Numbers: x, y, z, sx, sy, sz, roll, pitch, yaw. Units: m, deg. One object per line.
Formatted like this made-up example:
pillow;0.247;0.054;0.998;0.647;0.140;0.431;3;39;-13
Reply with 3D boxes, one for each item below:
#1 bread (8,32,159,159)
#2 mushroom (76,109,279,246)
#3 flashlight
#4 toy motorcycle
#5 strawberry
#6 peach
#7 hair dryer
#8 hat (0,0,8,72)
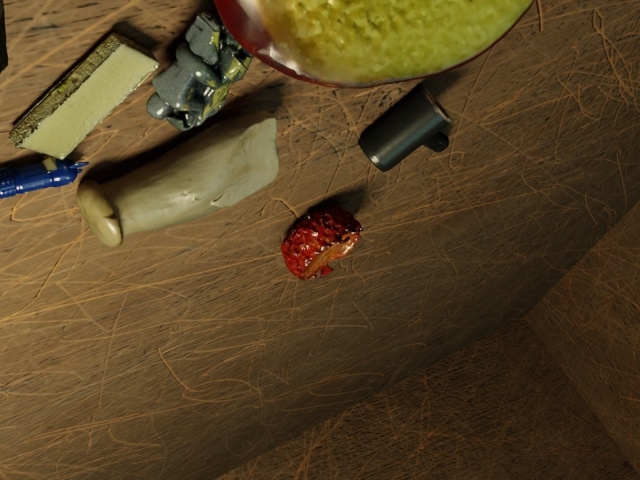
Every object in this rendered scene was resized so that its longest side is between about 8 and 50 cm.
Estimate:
bread;-0.228;-0.139;0.842;0.153;0.028;0.068;-40;159;15
mushroom;-0.158;-0.069;1.018;0.247;0.096;0.108;-25;-176;-13
flashlight;-0.302;-0.066;0.893;0.121;0.035;0.057;-17;180;-28
toy motorcycle;-0.122;-0.167;0.876;0.124;0.061;0.193;-39;173;-32
strawberry;0.000;0.000;1.421;0.145;0.086;0.145;-28;161;-11
peach;0.034;-0.240;0.697;0.274;0.249;0.245;-28;-174;-14
hair dryer;0.151;-0.153;1.344;0.128;0.070;0.255;-38;164;14
hat;-0.394;-0.154;0.441;0.381;0.257;0.366;0;170;33
